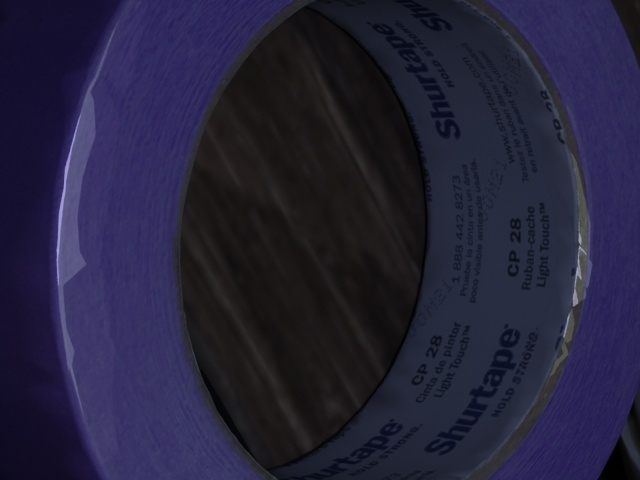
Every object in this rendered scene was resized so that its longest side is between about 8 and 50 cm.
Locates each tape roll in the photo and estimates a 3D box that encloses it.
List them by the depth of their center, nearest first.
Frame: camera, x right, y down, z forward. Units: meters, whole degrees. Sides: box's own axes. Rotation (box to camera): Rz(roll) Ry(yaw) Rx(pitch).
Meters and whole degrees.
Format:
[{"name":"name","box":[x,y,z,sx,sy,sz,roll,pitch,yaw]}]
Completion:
[{"name":"tape roll","box":[0.000,0.000,0.699,0.274,0.090,0.275,-4,96,-40]}]

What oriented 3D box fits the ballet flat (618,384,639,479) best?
[{"name":"ballet flat","box":[0.236,0.050,0.853,0.483,0.182,0.164,-61,167,-22]}]
